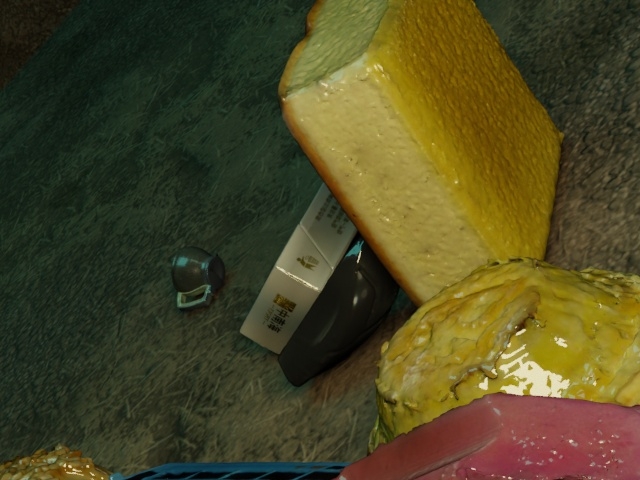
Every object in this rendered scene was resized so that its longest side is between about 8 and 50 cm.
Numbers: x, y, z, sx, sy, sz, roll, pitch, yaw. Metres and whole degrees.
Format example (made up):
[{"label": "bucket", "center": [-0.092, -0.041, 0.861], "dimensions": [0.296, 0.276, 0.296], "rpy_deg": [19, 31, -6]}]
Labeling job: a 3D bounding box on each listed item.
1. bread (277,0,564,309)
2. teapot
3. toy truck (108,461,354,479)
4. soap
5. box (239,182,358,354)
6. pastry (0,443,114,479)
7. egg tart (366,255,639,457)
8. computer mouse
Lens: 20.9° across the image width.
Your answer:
[{"label": "bread", "center": [0.115, -0.116, 1.820], "dimensions": [0.143, 0.333, 0.323], "rpy_deg": [-24, 25, 28]}, {"label": "teapot", "center": [-0.160, 0.051, 2.276], "dimensions": [0.057, 0.066, 0.088], "rpy_deg": [0, 66, 33]}, {"label": "toy truck", "center": [-0.087, 0.289, 1.600], "dimensions": [0.162, 0.161, 0.385], "rpy_deg": [-19, 6, -40]}, {"label": "soap", "center": [0.154, 0.217, 1.361], "dimensions": [0.289, 0.182, 0.112], "rpy_deg": [-30, 23, 36]}, {"label": "box", "center": [0.000, 0.000, 2.028], "dimensions": [0.243, 0.067, 0.155], "rpy_deg": [-60, -2, -39]}, {"label": "pastry", "center": [-0.341, 0.349, 1.861], "dimensions": [0.315, 0.184, 0.284], "rpy_deg": [-47, 25, -15]}, {"label": "egg tart", "center": [0.157, 0.120, 1.582], "dimensions": [0.341, 0.132, 0.341], "rpy_deg": [-34, 23, 17]}, {"label": "computer mouse", "center": [0.033, 0.073, 1.867], "dimensions": [0.122, 0.073, 0.217], "rpy_deg": [-43, -10, -52]}]
